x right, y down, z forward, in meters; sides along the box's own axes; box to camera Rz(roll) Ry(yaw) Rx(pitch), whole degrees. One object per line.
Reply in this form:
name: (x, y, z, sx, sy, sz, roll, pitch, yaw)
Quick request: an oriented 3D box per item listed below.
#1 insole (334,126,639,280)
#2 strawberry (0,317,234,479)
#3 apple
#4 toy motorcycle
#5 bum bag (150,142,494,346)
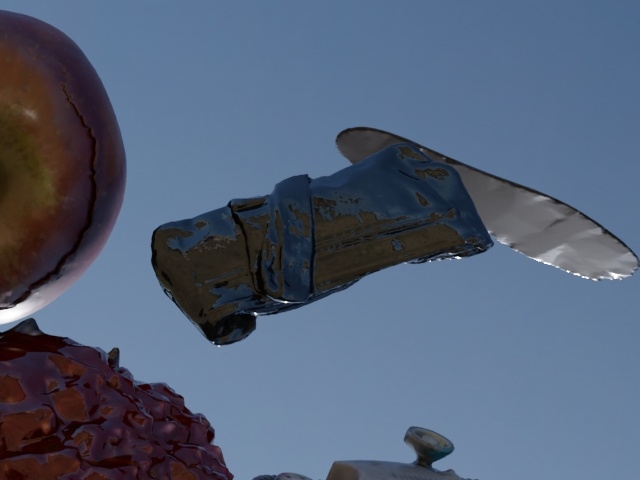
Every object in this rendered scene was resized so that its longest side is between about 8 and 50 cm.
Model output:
insole: (0.164, -0.035, 1.460, 0.111, 0.328, 0.007, -48, -159, 58)
strawberry: (-0.180, 0.222, 0.973, 0.292, 0.292, 0.343, -60, -148, 19)
apple: (-0.291, -0.060, 1.280, 0.206, 0.251, 0.272, -132, -130, -76)
toy motorcycle: (0.075, 0.218, 1.082, 0.171, 0.260, 0.110, 37, -72, 48)
bum bag: (0.000, 0.000, 1.121, 0.123, 0.248, 0.060, 55, -31, 39)
